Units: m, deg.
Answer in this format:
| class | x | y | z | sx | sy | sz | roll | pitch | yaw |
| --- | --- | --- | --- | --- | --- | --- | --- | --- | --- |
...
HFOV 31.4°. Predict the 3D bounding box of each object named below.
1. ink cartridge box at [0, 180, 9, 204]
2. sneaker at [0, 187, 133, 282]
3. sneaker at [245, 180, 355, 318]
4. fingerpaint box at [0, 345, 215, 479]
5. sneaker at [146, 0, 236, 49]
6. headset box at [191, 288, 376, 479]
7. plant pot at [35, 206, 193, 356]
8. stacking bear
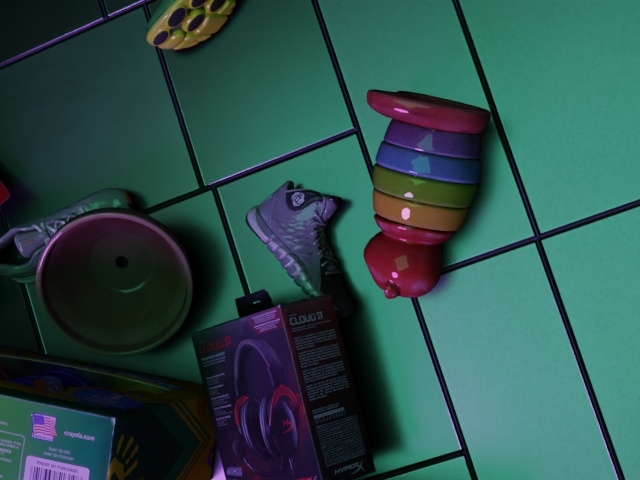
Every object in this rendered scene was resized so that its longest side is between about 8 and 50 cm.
| class | x | y | z | sx | sy | sz | roll | pitch | yaw |
| --- | --- | --- | --- | --- | --- | --- | --- | --- | --- |
| ink cartridge box | -0.700 | -0.111 | 1.831 | 0.272 | 0.130 | 0.309 | -40 | 65 | -10 |
| sneaker | -0.420 | -0.004 | 1.816 | 0.262 | 0.121 | 0.099 | -29 | 81 | 14 |
| sneaker | 0.000 | 0.000 | 1.711 | 0.132 | 0.086 | 0.229 | -45 | 76 | 8 |
| fingerpaint box | -0.422 | 0.268 | 1.679 | 0.444 | 0.371 | 0.163 | 8 | 91 | 17 |
| sneaker | -0.182 | -0.430 | 1.781 | 0.123 | 0.109 | 0.296 | 40 | 101 | 36 |
| headset box | -0.062 | 0.218 | 1.665 | 0.218 | 0.110 | 0.293 | -19 | 82 | 45 |
| plant pot | -0.313 | 0.052 | 1.768 | 0.237 | 0.110 | 0.238 | -1 | 110 | -3 |
| stacking bear | 0.138 | -0.059 | 1.640 | 0.164 | 0.175 | 0.289 | 16 | 102 | 24 |
